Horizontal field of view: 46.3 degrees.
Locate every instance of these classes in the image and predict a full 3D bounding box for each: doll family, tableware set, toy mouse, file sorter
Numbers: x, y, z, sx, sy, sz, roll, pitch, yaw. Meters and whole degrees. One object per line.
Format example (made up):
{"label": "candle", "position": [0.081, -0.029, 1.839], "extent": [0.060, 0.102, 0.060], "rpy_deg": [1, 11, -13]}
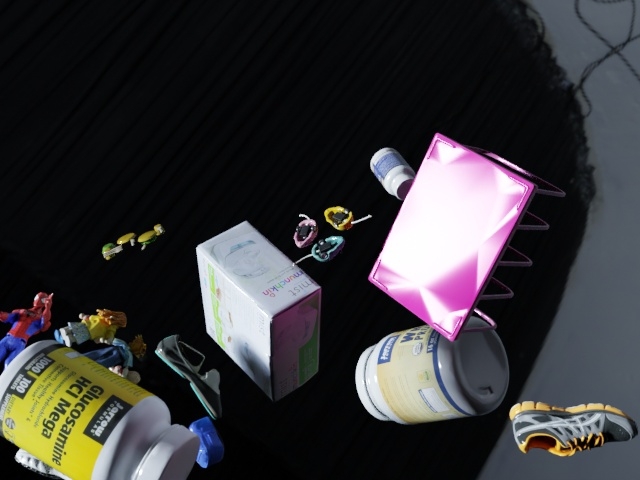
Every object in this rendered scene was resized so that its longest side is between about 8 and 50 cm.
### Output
{"label": "doll family", "position": [-0.511, 0.254, 1.787], "extent": [0.263, 0.163, 0.118], "rpy_deg": [54, 140, 25]}
{"label": "tableware set", "position": [-0.439, 0.004, 1.757], "extent": [0.024, 0.154, 0.104], "rpy_deg": [69, 168, -22]}
{"label": "toy mouse", "position": [0.000, 0.000, 1.354], "extent": [0.161, 0.143, 0.031], "rpy_deg": [18, 154, 43]}
{"label": "file sorter", "position": [0.265, -0.006, 1.317], "extent": [0.202, 0.290, 0.182], "rpy_deg": [37, -158, 35]}

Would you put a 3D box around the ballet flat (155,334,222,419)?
{"label": "ballet flat", "position": [-0.356, 0.385, 2.158], "extent": [0.280, 0.096, 0.095], "rpy_deg": [49, 172, -1]}

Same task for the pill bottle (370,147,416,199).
{"label": "pill bottle", "position": [0.152, -0.132, 1.513], "extent": [0.067, 0.067, 0.120], "rpy_deg": [50, -173, -39]}

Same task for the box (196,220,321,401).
{"label": "box", "position": [-0.119, 0.140, 1.444], "extent": [0.231, 0.127, 0.262], "rpy_deg": [39, 145, 32]}

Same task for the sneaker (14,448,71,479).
{"label": "sneaker", "position": [-0.492, 0.462, 1.557], "extent": [0.272, 0.108, 0.100], "rpy_deg": [22, 156, 2]}

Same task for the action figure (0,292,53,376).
{"label": "action figure", "position": [-0.599, 0.192, 1.443], "extent": [0.092, 0.280, 0.139], "rpy_deg": [20, 137, -2]}

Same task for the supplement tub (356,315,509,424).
{"label": "supplement tub", "position": [0.260, 0.316, 1.783], "extent": [0.228, 0.228, 0.316], "rpy_deg": [43, 140, -22]}

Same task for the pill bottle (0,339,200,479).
{"label": "pill bottle", "position": [-0.386, 0.323, 1.296], "extent": [0.334, 0.188, 0.188], "rpy_deg": [24, 160, 15]}

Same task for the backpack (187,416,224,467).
{"label": "backpack", "position": [-0.336, 0.589, 2.143], "extent": [0.120, 0.101, 0.098], "rpy_deg": [50, 144, 30]}

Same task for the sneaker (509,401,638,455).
{"label": "sneaker", "position": [0.443, 0.339, 1.313], "extent": [0.215, 0.083, 0.084], "rpy_deg": [-3, 132, 17]}
